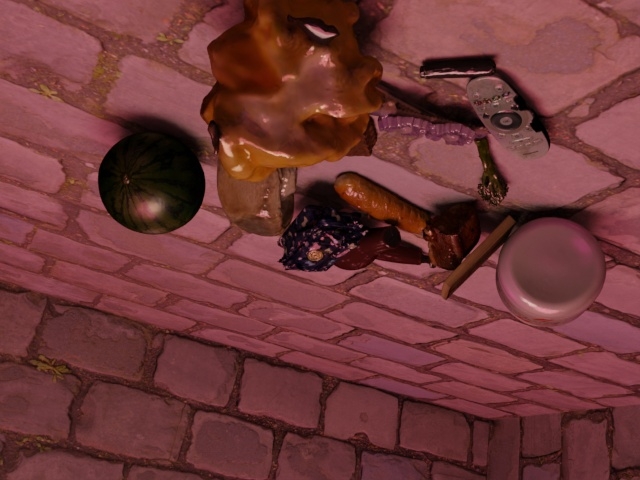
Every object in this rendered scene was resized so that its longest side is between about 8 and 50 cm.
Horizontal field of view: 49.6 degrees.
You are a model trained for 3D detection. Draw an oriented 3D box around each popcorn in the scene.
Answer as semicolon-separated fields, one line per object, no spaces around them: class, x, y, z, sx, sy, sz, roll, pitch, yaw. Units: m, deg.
popcorn;-0.057;-0.264;1.149;0.315;0.281;0.297;-16;109;11

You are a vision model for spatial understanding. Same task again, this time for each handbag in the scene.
handbag;0.000;0.000;1.735;0.162;0.113;0.260;7;150;-29

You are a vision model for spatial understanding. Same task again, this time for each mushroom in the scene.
mushroom;-0.154;-0.108;1.624;0.189;0.164;0.267;9;157;0

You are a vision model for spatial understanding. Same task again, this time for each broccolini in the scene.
broccolini;0.353;-0.156;1.482;0.067;0.058;0.216;-32;138;5

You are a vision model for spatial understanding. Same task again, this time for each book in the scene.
book;0.386;0.046;1.704;0.026;0.231;0.161;44;173;17

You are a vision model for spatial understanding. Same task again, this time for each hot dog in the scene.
hot dog;0.157;-0.085;1.690;0.285;0.061;0.088;21;143;-26

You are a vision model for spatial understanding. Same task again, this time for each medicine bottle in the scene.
medicine bottle;0.555;0.092;1.705;0.241;0.241;0.302;4;165;13

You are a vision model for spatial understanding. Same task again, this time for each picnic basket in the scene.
picnic basket;0.019;-0.217;1.448;0.193;0.055;0.110;1;155;14

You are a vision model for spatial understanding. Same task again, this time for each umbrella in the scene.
umbrella;0.239;-0.297;1.207;0.133;0.031;0.036;2;154;19

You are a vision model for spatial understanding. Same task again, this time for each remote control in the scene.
remote control;0.356;-0.231;1.297;0.097;0.045;0.256;-10;147;36

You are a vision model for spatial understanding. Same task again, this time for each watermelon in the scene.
watermelon;-0.384;-0.129;1.579;0.242;0.242;0.242;8;156;4

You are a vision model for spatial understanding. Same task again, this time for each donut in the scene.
donut;0.331;-0.004;1.701;0.144;0.126;0.187;33;160;45

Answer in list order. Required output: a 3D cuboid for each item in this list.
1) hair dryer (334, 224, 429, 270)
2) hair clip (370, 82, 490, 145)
hair dryer;0.208;0.026;1.862;0.340;0.123;0.312;9;169;-28
hair clip;0.203;-0.231;1.331;0.292;0.085;0.106;13;175;-18
